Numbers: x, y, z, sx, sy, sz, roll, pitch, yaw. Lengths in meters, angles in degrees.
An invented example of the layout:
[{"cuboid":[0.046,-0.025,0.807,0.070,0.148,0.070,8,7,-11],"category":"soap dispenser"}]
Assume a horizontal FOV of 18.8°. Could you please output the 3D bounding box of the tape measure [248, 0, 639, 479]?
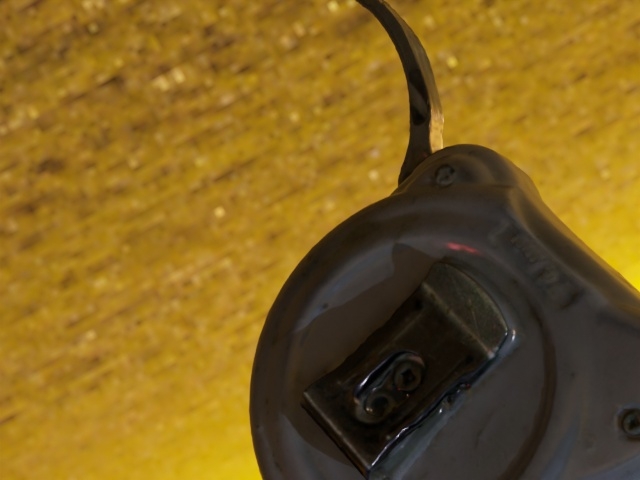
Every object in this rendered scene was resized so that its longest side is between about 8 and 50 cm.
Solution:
[{"cuboid":[0.000,-0.001,0.699,0.164,0.330,0.084,-48,149,2],"category":"tape measure"}]
